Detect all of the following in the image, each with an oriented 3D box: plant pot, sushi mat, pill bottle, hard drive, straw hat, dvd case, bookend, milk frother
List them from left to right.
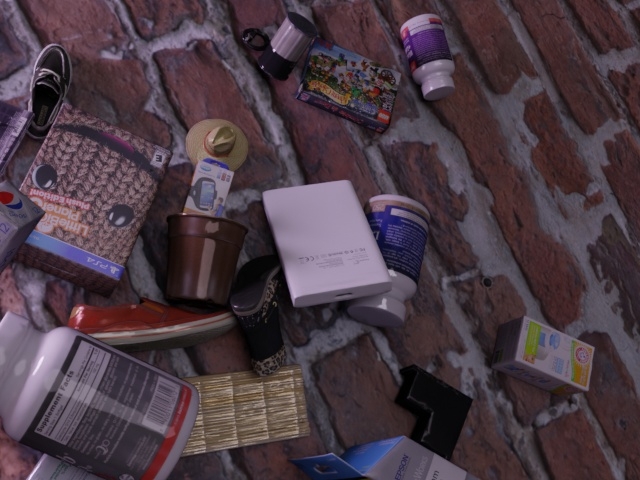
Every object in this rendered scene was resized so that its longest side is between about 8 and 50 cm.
[{"bbox_3d":[-0.688,-0.214,1.575,0.221,0.018,0.165,22,70,0],"label":"dvd case"},{"bbox_3d":[-0.412,0.276,1.419,0.362,0.210,0.210,29,64,-15],"label":"pill bottle"},{"bbox_3d":[-0.237,0.047,1.636,0.166,0.167,0.165,11,77,-19],"label":"plant pot"},{"bbox_3d":[-0.217,-0.217,1.781,0.144,0.061,0.145,7,70,-21],"label":"straw hat"},{"bbox_3d":[-0.175,0.336,1.633,0.316,0.019,0.152,-3,75,-24],"label":"sushi mat"},{"bbox_3d":[-0.097,-0.467,1.875,0.143,0.135,0.129,32,32,-13],"label":"milk frother"},{"bbox_3d":[0.008,-0.001,1.714,0.203,0.040,0.308,-8,46,-12],"label":"hard drive"},{"bbox_3d":[0.145,0.046,1.790,0.153,0.153,0.265,20,65,-15],"label":"pill bottle"},{"bbox_3d":[0.222,0.375,1.754,0.156,0.072,0.157,31,64,-9],"label":"bookend"},{"bbox_3d":[0.272,-0.452,2.039,0.108,0.108,0.194,-7,75,-24],"label":"pill bottle"}]

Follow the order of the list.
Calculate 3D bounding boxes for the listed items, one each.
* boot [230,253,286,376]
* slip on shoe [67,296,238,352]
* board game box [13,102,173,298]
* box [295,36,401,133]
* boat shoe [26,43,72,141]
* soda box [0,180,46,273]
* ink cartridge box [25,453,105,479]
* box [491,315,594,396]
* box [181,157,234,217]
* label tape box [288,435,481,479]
[{"bbox_3d":[-0.114,0.147,1.683,0.236,0.085,0.179,-69,149,-63],"label":"boot"},{"bbox_3d":[-0.321,0.156,1.583,0.331,0.123,0.101,-3,70,-19],"label":"slip on shoe"},{"bbox_3d":[-0.453,-0.075,1.588,0.232,0.141,0.291,23,65,-14],"label":"board game box"},{"bbox_3d":[0.070,-0.371,1.963,0.233,0.044,0.159,20,66,-15],"label":"box"},{"bbox_3d":[-0.549,-0.311,1.669,0.077,0.070,0.219,10,69,-19],"label":"boat shoe"},{"bbox_3d":[-0.601,0.035,1.414,0.091,0.286,0.098,41,21,-5],"label":"soda box"},{"bbox_3d":[-0.416,0.572,1.399,0.330,0.071,0.324,36,52,-8],"label":"ink cartridge box"},{"bbox_3d":[0.514,0.270,1.895,0.203,0.103,0.114,24,65,-13],"label":"box"},{"bbox_3d":[-0.237,-0.108,1.741,0.081,0.028,0.136,18,80,-16],"label":"box"},{"bbox_3d":[0.139,0.461,1.589,0.347,0.249,0.115,33,63,-9],"label":"label tape box"}]
